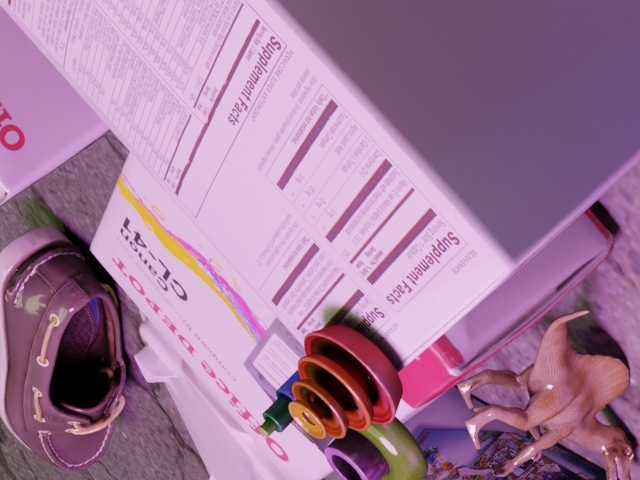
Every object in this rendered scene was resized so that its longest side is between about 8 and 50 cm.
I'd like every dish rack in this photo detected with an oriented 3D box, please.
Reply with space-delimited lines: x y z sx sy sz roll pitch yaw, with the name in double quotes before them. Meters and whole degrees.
"dish rack" -0.035 0.194 1.246 0.285 0.072 0.333 45 161 39

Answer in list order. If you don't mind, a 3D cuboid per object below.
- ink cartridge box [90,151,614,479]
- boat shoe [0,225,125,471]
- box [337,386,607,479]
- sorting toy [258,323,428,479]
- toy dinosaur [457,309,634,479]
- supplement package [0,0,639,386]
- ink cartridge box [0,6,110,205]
"ink cartridge box" 0.000 0.000 0.936 0.226 0.131 0.306 49 154 5
"boat shoe" -0.238 0.127 1.530 0.097 0.116 0.324 40 147 29
"box" 0.060 0.201 0.979 0.159 0.233 0.044 29 146 41
"sorting toy" 0.006 0.076 0.669 0.061 0.042 0.102 30 151 34
"toy dinosaur" 0.124 0.082 0.890 0.183 0.092 0.053 60 -168 -49
"supplement package" 0.021 -0.110 0.666 0.263 0.199 0.198 48 156 5
"ink cartridge box" -0.148 -0.134 0.905 0.154 0.212 0.093 54 155 -6
